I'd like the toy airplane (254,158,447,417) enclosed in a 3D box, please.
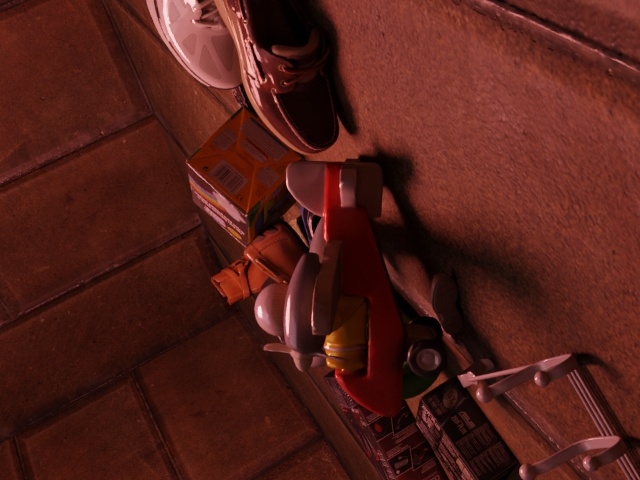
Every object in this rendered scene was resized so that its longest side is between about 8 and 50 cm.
[{"bbox_3d":[0.015,0.058,1.223,0.386,0.272,0.384,57,-164,-54],"label":"toy airplane"}]

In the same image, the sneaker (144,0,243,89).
[{"bbox_3d":[-0.195,-0.430,1.265,0.257,0.169,0.448,46,157,56],"label":"sneaker"}]

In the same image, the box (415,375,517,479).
[{"bbox_3d":[0.252,0.355,1.381,0.180,0.077,0.147,55,166,27],"label":"box"}]

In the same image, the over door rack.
[{"bbox_3d":[0.288,0.276,1.017,0.240,0.108,0.324,61,167,5],"label":"over door rack"}]

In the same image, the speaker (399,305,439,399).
[{"bbox_3d":[0.099,0.157,1.457,0.296,0.131,0.131,49,162,44],"label":"speaker"}]

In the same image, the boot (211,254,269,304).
[{"bbox_3d":[-0.222,0.077,2.310,0.283,0.220,0.109,47,161,48],"label":"boot"}]

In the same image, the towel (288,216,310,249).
[{"bbox_3d":[-0.036,0.015,1.900,0.148,0.027,0.110,63,166,-3],"label":"towel"}]

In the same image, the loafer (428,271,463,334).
[{"bbox_3d":[0.184,0.091,1.179,0.039,0.045,0.125,57,171,49],"label":"loafer"}]

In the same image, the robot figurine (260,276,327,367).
[{"bbox_3d":[-0.042,0.189,1.952,0.278,0.209,0.174,53,152,35],"label":"robot figurine"}]

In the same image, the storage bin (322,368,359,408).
[{"bbox_3d":[0.088,0.335,1.876,0.084,0.122,0.180,60,167,3],"label":"storage bin"}]

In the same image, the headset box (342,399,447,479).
[{"bbox_3d":[0.180,0.501,1.891,0.293,0.110,0.218,61,167,3],"label":"headset box"}]

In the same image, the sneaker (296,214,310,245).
[{"bbox_3d":[0.000,0.000,1.684,0.144,0.053,0.059,57,173,39],"label":"sneaker"}]

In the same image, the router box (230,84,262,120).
[{"bbox_3d":[-0.159,-0.309,1.670,0.092,0.038,0.122,36,151,61],"label":"router box"}]

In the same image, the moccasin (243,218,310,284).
[{"bbox_3d":[-0.021,0.131,1.720,0.380,0.147,0.139,50,179,-28],"label":"moccasin"}]

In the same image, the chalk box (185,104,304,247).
[{"bbox_3d":[-0.160,-0.119,1.688,0.180,0.179,0.289,41,164,8],"label":"chalk box"}]

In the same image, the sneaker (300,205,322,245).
[{"bbox_3d":[0.022,0.022,1.571,0.090,0.081,0.232,-133,19,-70],"label":"sneaker"}]

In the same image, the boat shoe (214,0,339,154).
[{"bbox_3d":[-0.052,-0.277,1.156,0.123,0.123,0.342,24,141,60],"label":"boat shoe"}]
